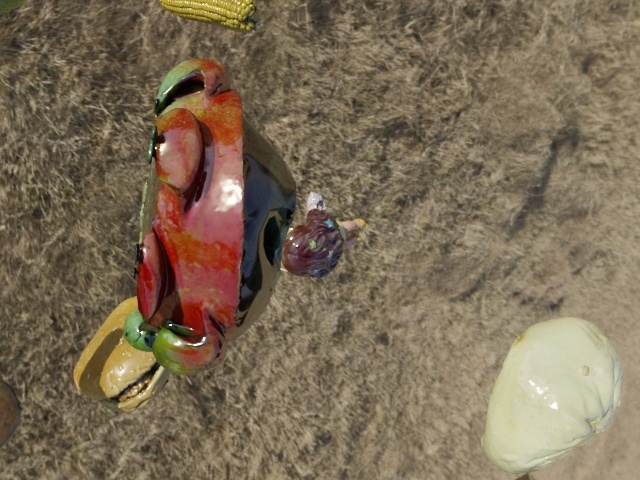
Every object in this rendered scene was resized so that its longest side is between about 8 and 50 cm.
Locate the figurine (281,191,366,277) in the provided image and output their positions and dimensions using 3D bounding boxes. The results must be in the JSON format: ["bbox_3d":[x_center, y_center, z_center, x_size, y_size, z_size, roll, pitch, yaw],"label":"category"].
[{"bbox_3d":[0.000,0.001,1.037,0.240,0.116,0.174,-25,126,-56],"label":"figurine"}]

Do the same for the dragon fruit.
[{"bbox_3d":[-0.112,-0.014,0.492,0.130,0.268,0.295,4,125,-23],"label":"dragon fruit"}]

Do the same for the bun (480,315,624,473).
[{"bbox_3d":[0.301,0.200,0.668,0.229,0.145,0.229,-49,149,-42],"label":"bun"}]

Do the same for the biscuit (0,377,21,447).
[{"bbox_3d":[-0.695,0.258,0.754,0.394,0.076,0.367,-39,121,-44],"label":"biscuit"}]

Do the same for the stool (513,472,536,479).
[{"bbox_3d":[0.260,0.502,0.794,0.264,0.179,0.179,-35,126,9],"label":"stool"}]

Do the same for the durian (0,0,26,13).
[{"bbox_3d":[-0.498,-0.334,0.686,0.139,0.101,0.250,43,49,5],"label":"durian"}]

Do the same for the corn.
[{"bbox_3d":[-0.307,-0.632,1.396,0.102,0.313,0.101,17,90,-75],"label":"corn"}]

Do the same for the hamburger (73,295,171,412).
[{"bbox_3d":[-0.429,0.247,1.204,0.144,0.260,0.283,55,39,-26],"label":"hamburger"}]
